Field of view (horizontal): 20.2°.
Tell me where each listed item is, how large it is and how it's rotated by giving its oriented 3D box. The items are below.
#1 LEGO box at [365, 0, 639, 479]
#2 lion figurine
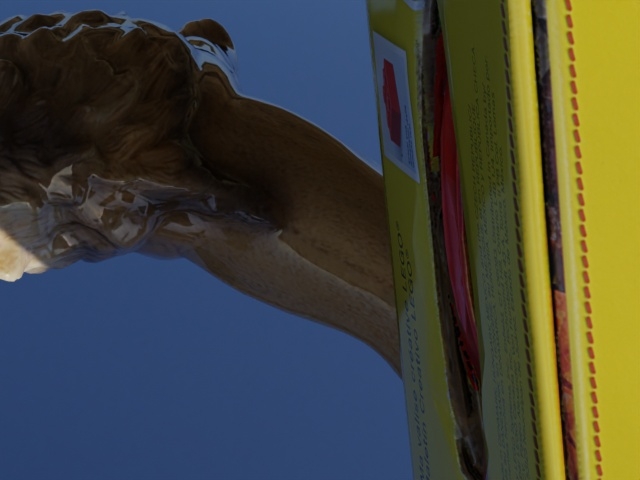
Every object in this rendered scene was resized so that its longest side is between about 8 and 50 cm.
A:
[{"bbox_3d":[0.219,-0.028,0.635,0.372,0.500,0.193,-9,-162,-10],"label":"LEGO box"},{"bbox_3d":[0.000,0.000,0.792,0.392,0.142,0.240,18,-168,2],"label":"lion figurine"}]
